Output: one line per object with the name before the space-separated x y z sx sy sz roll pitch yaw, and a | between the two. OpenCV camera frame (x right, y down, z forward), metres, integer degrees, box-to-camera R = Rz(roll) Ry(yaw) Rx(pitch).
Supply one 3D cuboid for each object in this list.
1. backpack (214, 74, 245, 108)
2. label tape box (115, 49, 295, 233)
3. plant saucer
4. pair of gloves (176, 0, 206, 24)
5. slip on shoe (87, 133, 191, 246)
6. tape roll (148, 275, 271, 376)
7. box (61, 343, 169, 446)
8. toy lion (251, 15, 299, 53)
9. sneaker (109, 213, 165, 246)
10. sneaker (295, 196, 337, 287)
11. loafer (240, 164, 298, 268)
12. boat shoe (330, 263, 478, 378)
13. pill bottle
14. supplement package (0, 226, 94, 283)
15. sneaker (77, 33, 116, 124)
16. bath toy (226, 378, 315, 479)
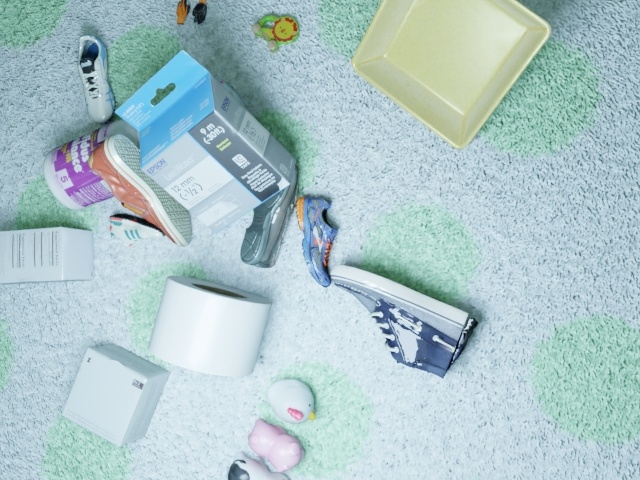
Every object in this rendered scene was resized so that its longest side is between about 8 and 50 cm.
backpack | -0.243 -0.314 1.475 0.115 0.182 0.152 -39 77 8
label tape box | -0.263 -0.205 1.374 0.249 0.115 0.348 -30 123 29
plant saucer | 0.273 -0.419 1.331 0.333 0.081 0.332 40 135 8
pair of gloves | -0.334 -0.595 1.608 0.083 0.010 0.074 5 86 12
slip on shoe | -0.414 -0.106 1.461 0.101 0.331 0.123 -20 42 20
tape roll | -0.249 0.191 1.407 0.246 0.246 0.169 14 89 15
box | -0.499 0.373 1.520 0.181 0.119 0.181 22 91 15
toy lion | -0.106 -0.519 1.536 0.096 0.034 0.100 -43 77 0
sneaker | -0.466 -0.016 1.582 0.161 0.057 0.075 14 106 13
sneaker | 0.000 0.000 1.445 0.087 0.083 0.221 -11 86 6
loafer | -0.110 -0.062 1.487 0.096 0.084 0.267 19 87 46
boat shoe | 0.157 0.178 1.362 0.341 0.127 0.158 22 84 14
pill bottle | -0.513 -0.200 1.542 0.302 0.169 0.169 -20 81 12
supplement package | -0.726 0.042 1.593 0.244 0.139 0.133 -3 86 13
sneaker | -0.594 -0.421 1.623 0.085 0.086 0.237 -11 85 12
bath toy | -0.107 0.489 1.409 0.151 0.129 0.348 24 93 -19
